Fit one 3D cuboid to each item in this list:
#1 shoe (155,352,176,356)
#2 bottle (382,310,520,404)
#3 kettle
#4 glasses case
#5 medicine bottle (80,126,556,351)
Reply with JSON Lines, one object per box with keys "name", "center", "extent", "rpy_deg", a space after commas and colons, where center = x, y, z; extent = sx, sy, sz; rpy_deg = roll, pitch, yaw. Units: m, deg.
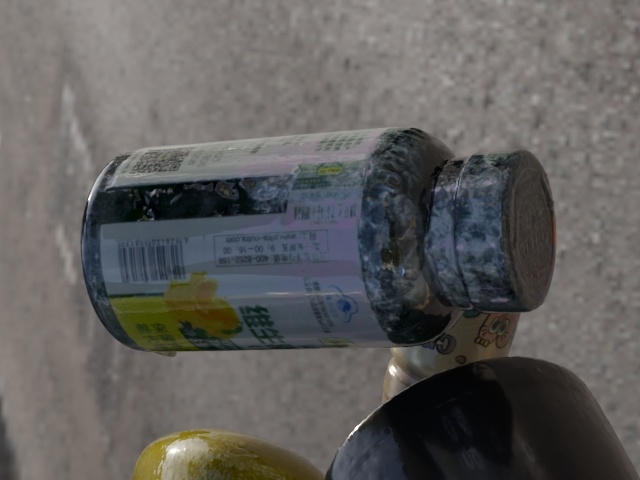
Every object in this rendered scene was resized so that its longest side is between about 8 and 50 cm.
{"name": "shoe", "center": [-0.180, 0.039, 1.863], "extent": [0.099, 0.071, 0.169], "rpy_deg": [-46, 60, 20]}
{"name": "bottle", "center": [0.105, 0.060, 1.309], "extent": [0.110, 0.097, 0.209], "rpy_deg": [-106, 26, -65]}
{"name": "kettle", "center": [0.152, 0.263, 1.114], "extent": [0.290, 0.207, 0.268], "rpy_deg": [62, 176, 41]}
{"name": "glasses case", "center": [-0.092, 0.254, 1.577], "extent": [0.371, 0.173, 0.141], "rpy_deg": [128, 152, -73]}
{"name": "medicine bottle", "center": [0.000, 0.000, 1.107], "extent": [0.293, 0.141, 0.141], "rpy_deg": [-4, 80, 26]}
